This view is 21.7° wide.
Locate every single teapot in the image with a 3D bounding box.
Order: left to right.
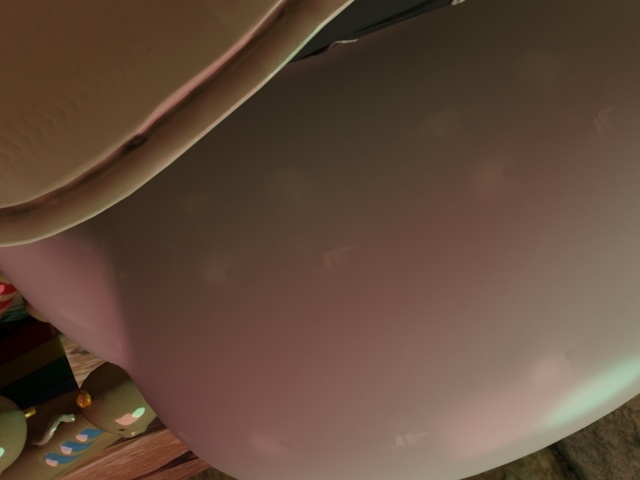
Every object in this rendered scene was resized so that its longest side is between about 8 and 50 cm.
[{"bbox_3d":[0.022,-0.053,0.564,0.252,0.187,0.256,-8,-152,34],"label":"teapot"}]

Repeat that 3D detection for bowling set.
[{"bbox_3d":[-0.149,0.083,0.843,0.154,0.200,0.287,-33,171,39],"label":"bowling set"}]

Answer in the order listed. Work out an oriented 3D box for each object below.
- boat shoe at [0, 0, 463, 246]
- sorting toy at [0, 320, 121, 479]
[{"bbox_3d":[0.027,-0.119,0.403,0.340,0.127,0.113,-35,-163,18],"label":"boat shoe"},{"bbox_3d":[-0.264,0.137,1.151,0.257,0.089,0.255,-16,168,-39],"label":"sorting toy"}]
